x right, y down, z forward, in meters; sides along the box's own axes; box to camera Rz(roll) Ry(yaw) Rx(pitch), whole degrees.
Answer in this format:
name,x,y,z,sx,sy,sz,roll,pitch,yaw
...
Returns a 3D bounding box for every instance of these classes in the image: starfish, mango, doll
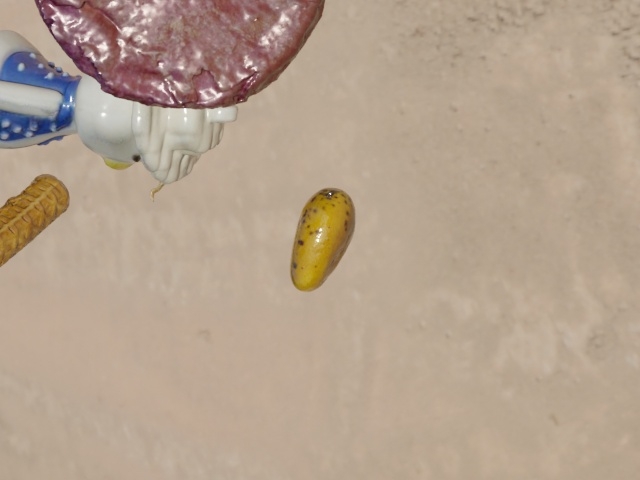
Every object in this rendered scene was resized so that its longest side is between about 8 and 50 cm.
name,x,y,z,sx,sy,sz,roll,pitch,yaw
starfish,-0.147,-0.078,1.160,0.016,0.092,0.086,38,167,-17
mango,0.000,0.000,1.160,0.057,0.079,0.114,23,100,9
doll,-0.203,-0.114,0.941,0.293,0.138,0.119,6,90,20

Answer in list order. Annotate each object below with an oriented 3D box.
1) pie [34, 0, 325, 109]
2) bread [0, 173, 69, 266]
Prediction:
name,x,y,z,sx,sy,sz,roll,pitch,yaw
pie,-0.065,-0.136,0.531,0.036,0.154,0.154,-136,37,-70
bread,-0.330,-0.018,1.212,0.052,0.157,0.044,31,137,10
